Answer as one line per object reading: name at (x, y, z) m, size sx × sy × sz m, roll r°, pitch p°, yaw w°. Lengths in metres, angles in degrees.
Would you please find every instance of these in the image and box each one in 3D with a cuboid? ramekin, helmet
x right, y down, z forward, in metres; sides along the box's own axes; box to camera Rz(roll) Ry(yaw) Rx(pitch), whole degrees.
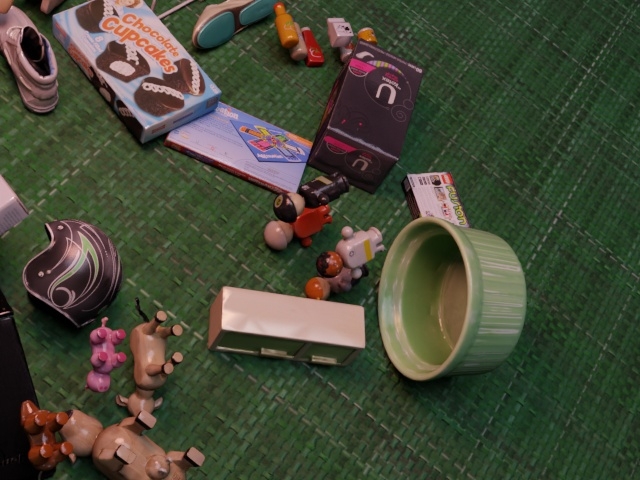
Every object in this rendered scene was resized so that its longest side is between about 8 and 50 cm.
ramekin at (0.247, 0.113, 1.767) m, size 0.148 × 0.303 × 0.304 m, roll 6°, pitch 60°, yaw -27°
helmet at (-0.418, 0.049, 1.603) m, size 0.169 × 0.169 × 0.162 m, roll 34°, pitch 71°, yaw -2°

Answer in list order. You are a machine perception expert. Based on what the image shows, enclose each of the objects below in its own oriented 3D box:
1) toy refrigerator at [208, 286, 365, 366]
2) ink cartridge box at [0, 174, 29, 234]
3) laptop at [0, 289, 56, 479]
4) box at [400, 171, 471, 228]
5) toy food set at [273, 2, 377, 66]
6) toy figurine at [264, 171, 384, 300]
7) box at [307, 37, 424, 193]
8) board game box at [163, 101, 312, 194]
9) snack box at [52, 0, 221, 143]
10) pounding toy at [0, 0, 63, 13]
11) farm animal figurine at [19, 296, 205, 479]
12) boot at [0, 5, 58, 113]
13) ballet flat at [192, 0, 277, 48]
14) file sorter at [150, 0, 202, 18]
toy refrigerator at (-0.062, 0.164, 1.722) m, size 0.269 × 0.102 × 0.094 m, roll 9°, pitch 59°, yaw -18°
ink cartridge box at (-0.691, -0.057, 1.528) m, size 0.330 × 0.071 × 0.324 m, roll -37°, pitch 61°, yaw -12°
laptop at (-0.678, 0.222, 1.485) m, size 0.381 × 0.236 × 0.408 m, roll -17°, pitch 41°, yaw -30°
box at (0.256, -0.048, 2.013) m, size 0.114 × 0.036 × 0.207 m, roll -5°, pitch 64°, yaw -25°
toy food set at (0.002, -0.460, 2.095) m, size 0.232 × 0.111 × 0.105 m, roll -7°, pitch 65°, yaw -23°
toy figurine at (0.000, 0.000, 1.777) m, size 0.148 × 0.213 × 0.210 m, roll -26°, pitch 77°, yaw -22°
box at (0.097, -0.266, 2.006) m, size 0.165 × 0.143 × 0.270 m, roll 23°, pitch 56°, yaw -9°
board game box at (-0.164, -0.197, 1.929) m, size 0.281 × 0.027 × 0.145 m, roll 23°, pitch 57°, yaw -9°
snack box at (-0.370, -0.358, 1.897) m, size 0.187 × 0.060 × 0.322 m, roll -32°, pitch 73°, yaw -30°
pounding toy at (-0.565, -0.551, 1.846) m, size 0.154 × 0.154 × 0.270 m, roll 26°, pitch 29°, yaw -7°
farm animal figurine at (-0.319, 0.305, 1.508) m, size 0.330 × 0.172 × 0.327 m, roll -37°, pitch 93°, yaw -42°
boot at (-0.561, -0.379, 1.808) m, size 0.095 × 0.123 × 0.258 m, roll -19°, pitch 71°, yaw -30°
ballet flat at (-0.203, -0.489, 2.057) m, size 0.248 × 0.086 × 0.086 m, roll -34°, pitch 78°, yaw -35°
file sorter at (-0.372, -0.632, 1.992) m, size 0.278 × 0.193 × 0.173 m, roll 46°, pitch 58°, yaw 7°
